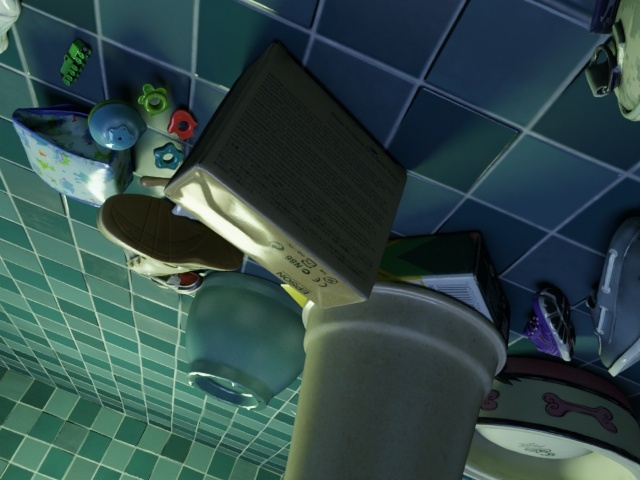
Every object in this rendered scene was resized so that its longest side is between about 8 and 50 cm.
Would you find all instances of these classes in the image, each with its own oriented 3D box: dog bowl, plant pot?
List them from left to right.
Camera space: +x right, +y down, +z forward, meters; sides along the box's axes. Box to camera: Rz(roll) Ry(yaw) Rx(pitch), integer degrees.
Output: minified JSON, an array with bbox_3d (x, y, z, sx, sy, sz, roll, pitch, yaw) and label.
[{"bbox_3d":[-0.161,0.229,1.031,0.292,0.196,0.293,14,145,10],"label":"plant pot"},{"bbox_3d":[0.089,0.278,0.729,0.333,0.306,0.334,13,145,9],"label":"plant pot"},{"bbox_3d":[0.420,0.374,0.973,0.407,0.151,0.408,13,144,10],"label":"dog bowl"}]

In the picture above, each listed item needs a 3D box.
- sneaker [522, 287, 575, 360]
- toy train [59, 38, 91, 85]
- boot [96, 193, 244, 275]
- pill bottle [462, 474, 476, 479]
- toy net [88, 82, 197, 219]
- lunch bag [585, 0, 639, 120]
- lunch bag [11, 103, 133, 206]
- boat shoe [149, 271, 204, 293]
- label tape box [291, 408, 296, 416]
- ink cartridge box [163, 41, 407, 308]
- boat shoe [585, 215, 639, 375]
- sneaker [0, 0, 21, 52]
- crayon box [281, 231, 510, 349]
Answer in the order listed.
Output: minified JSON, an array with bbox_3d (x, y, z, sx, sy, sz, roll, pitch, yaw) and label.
[{"bbox_3d":[0.345,0.135,0.760,0.071,0.068,0.170,1,142,35],"label":"sneaker"},{"bbox_3d":[-0.322,-0.231,0.643,0.024,0.017,0.083,47,139,-18],"label":"toy train"},{"bbox_3d":[-0.287,0.001,0.832,0.203,0.095,0.261,-6,164,37],"label":"boot"},{"bbox_3d":[0.314,0.636,1.387,0.263,0.146,0.146,22,146,0],"label":"pill bottle"},{"bbox_3d":[-0.211,-0.119,0.708,0.122,0.045,0.232,-36,140,2],"label":"toy net"},{"bbox_3d":[0.319,-0.164,0.231,0.304,0.213,0.256,9,143,18],"label":"lunch bag"},{"bbox_3d":[-0.367,-0.127,0.739,0.151,0.096,0.129,14,147,-8],"label":"lunch bag"},{"bbox_3d":[-0.302,0.077,1.029,0.136,0.049,0.043,4,141,30],"label":"boat shoe"},{"bbox_3d":[0.056,0.575,1.389,0.240,0.106,0.334,36,154,29],"label":"label tape box"},{"bbox_3d":[-0.023,-0.065,0.559,0.234,0.193,0.088,40,143,-25],"label":"ink cartridge box"},{"bbox_3d":[0.414,0.082,0.652,0.099,0.116,0.320,52,174,37],"label":"boat shoe"},{"bbox_3d":[-0.411,-0.266,0.603,0.053,0.061,0.152,36,141,-19],"label":"sneaker"},{"bbox_3d":[0.120,0.090,0.797,0.318,0.081,0.202,-5,138,31],"label":"crayon box"}]
